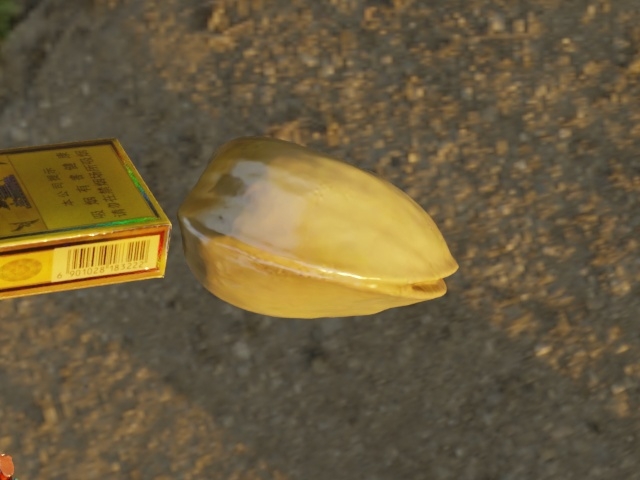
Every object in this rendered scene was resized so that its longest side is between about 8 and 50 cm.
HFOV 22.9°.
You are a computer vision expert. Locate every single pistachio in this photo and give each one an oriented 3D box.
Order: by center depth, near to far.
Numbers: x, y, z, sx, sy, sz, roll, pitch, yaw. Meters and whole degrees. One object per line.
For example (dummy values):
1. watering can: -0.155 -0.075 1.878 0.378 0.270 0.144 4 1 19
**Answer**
1. pistachio: 0.000 0.000 1.431 0.261 0.212 0.162 14 113 -3

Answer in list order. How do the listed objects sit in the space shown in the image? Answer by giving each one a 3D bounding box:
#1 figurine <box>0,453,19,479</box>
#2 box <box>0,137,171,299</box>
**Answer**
1. figurine: -0.346 0.288 1.645 0.075 0.068 0.140 57 142 22
2. box: -0.345 -0.022 1.796 0.193 0.302 0.084 52 141 46
